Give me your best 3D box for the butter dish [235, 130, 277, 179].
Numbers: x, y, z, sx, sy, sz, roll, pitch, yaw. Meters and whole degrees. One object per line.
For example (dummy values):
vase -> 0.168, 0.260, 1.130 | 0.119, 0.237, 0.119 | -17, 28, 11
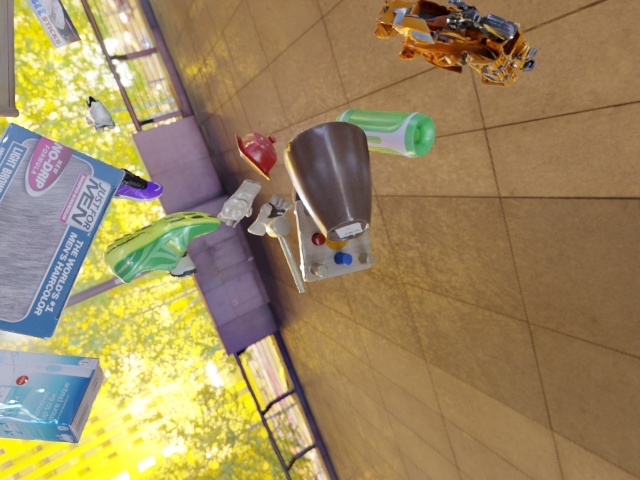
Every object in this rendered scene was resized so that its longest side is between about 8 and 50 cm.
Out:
butter dish -> -0.204, -0.318, 1.471 | 0.160, 0.118, 0.160 | 44, -167, -35

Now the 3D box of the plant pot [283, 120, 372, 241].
plant pot -> 0.039, -0.123, 1.018 | 0.215, 0.215, 0.231 | 112, 146, -63

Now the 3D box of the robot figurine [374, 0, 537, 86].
robot figurine -> 0.252, -0.366, 0.792 | 0.291, 0.211, 0.085 | 35, 107, 35

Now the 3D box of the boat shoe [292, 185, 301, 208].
boat shoe -> -0.015, -0.215, 1.432 | 0.130, 0.132, 0.356 | 152, 121, -70

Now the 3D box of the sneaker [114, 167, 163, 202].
sneaker -> -0.875, -0.263, 1.964 | 0.146, 0.293, 0.102 | -59, 44, 42

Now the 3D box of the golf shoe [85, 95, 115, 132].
golf shoe -> -0.611, -0.356, 1.165 | 0.176, 0.069, 0.086 | 29, 136, 46

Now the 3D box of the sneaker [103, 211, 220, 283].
sneaker -> -0.393, 0.011, 1.087 | 0.109, 0.295, 0.124 | 22, 132, 48

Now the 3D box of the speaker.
speaker -> 0.181, -0.320, 1.253 | 0.296, 0.131, 0.131 | 20, 133, 43

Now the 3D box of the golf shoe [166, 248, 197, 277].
golf shoe -> -0.405, 0.036, 1.186 | 0.198, 0.077, 0.094 | 30, 125, 45

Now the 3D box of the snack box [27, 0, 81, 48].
snack box -> -0.613, -0.529, 0.948 | 0.022, 0.064, 0.178 | 47, 159, 39

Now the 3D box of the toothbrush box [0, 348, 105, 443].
toothbrush box -> -0.832, 0.455, 1.249 | 0.217, 0.295, 0.126 | -89, 9, -48

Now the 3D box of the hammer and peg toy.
hammer and peg toy -> 0.000, 0.000, 1.326 | 0.127, 0.360, 0.266 | 6, 105, 60

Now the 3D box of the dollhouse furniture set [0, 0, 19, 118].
dollhouse furniture set -> -0.695, -0.357, 0.662 | 0.393, 0.362, 0.257 | 14, 105, 15

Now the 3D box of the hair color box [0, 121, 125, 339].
hair color box -> -0.349, 0.009, 0.502 | 0.347, 0.105, 0.174 | -11, 60, 53

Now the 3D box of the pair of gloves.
pair of gloves -> -0.235, -0.106, 1.528 | 0.240, 0.204, 0.042 | 23, -148, -45
